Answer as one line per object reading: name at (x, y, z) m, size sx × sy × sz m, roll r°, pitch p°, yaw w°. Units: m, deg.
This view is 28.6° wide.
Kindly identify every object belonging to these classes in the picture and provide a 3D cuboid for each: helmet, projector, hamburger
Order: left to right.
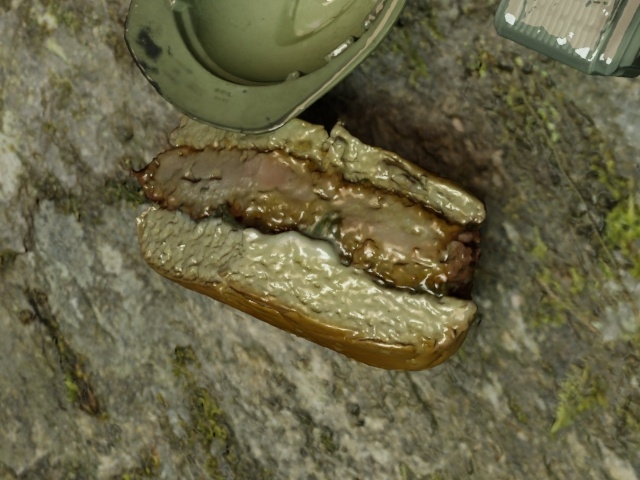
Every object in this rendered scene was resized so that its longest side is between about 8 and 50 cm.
helmet at (-0.016, -0.201, 0.967) m, size 0.204 × 0.137 × 0.257 m, roll 37°, pitch 100°, yaw 16°
hamburger at (0.000, 0.000, 0.969) m, size 0.282 × 0.245 × 0.155 m, roll 2°, pitch 64°, yaw 62°
projector at (0.226, -0.235, 0.838) m, size 0.099 × 0.192 × 0.256 m, roll 27°, pitch 105°, yaw 14°
